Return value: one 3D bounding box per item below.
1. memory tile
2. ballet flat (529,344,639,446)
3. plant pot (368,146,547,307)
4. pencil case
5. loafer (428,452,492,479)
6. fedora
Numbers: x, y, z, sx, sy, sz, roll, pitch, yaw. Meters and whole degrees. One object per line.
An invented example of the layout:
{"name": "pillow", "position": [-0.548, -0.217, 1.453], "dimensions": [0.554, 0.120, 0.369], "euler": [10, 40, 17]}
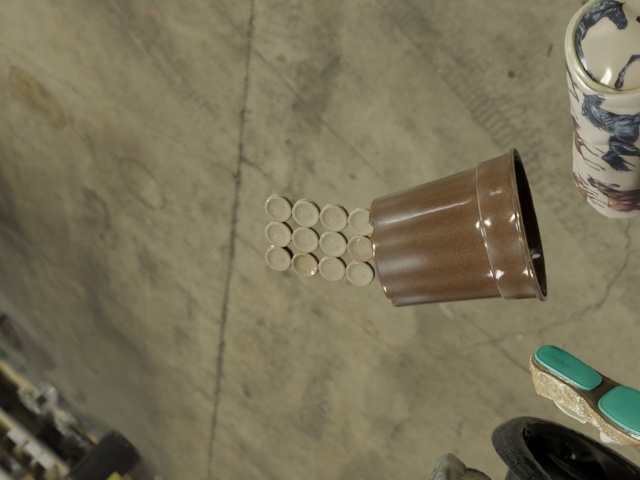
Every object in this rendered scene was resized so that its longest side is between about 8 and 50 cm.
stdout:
{"name": "memory tile", "position": [0.000, 0.000, 1.191], "dimensions": [0.148, 0.012, 0.113], "euler": [10, 121, 16]}
{"name": "ballet flat", "position": [0.334, 0.197, 1.127], "dimensions": [0.206, 0.073, 0.067], "euler": [38, 141, 46]}
{"name": "plant pot", "position": [0.148, -0.003, 1.031], "dimensions": [0.165, 0.167, 0.167], "euler": [-11, 125, 17]}
{"name": "pencil case", "position": [0.439, -0.189, 1.356], "dimensions": [0.159, 0.184, 0.410], "euler": [11, 162, 21]}
{"name": "loafer", "position": [0.106, 0.206, 0.654], "dimensions": [0.087, 0.094, 0.251], "euler": [24, -175, 10]}
{"name": "fedora", "position": [0.363, 0.394, 1.318], "dimensions": [0.334, 0.334, 0.153], "euler": [31, 108, 20]}
